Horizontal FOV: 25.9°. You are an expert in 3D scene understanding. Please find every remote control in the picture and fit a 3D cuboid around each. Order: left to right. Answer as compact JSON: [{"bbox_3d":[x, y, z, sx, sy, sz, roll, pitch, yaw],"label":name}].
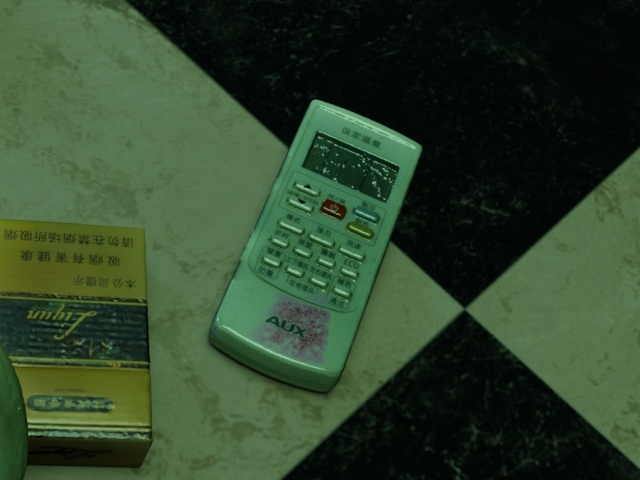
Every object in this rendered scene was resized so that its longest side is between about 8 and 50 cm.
[{"bbox_3d":[0.000,-0.001,1.483,0.145,0.050,0.344,23,52,-3],"label":"remote control"}]

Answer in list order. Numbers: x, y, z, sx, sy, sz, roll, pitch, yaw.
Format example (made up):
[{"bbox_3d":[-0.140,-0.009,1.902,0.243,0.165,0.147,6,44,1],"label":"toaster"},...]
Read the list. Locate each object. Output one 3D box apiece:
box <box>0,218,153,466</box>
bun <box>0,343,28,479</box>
[{"bbox_3d":[-0.242,0.096,1.327,0.152,0.070,0.237,5,53,-16],"label":"box"},{"bbox_3d":[-0.376,0.145,1.158,0.283,0.283,0.179,15,19,-8],"label":"bun"}]
